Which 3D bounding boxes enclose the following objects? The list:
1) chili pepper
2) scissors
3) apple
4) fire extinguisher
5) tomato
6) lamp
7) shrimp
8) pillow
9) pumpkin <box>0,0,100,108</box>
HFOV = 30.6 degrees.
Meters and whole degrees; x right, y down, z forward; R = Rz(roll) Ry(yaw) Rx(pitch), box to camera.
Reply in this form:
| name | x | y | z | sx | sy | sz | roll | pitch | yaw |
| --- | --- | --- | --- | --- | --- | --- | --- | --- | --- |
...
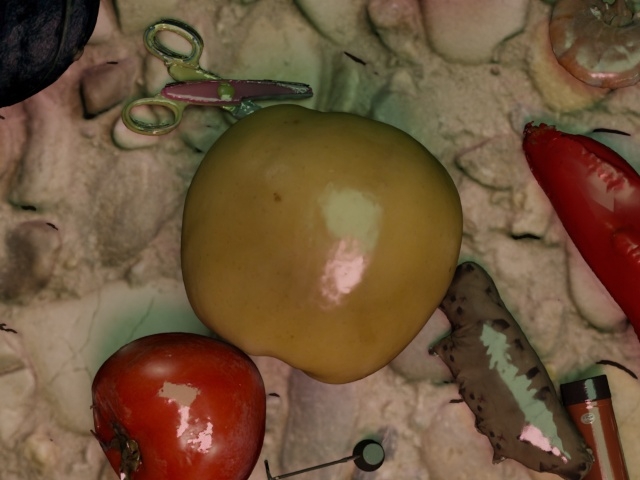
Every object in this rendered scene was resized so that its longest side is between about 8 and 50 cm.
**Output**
| name | x | y | z | sx | sy | sz | roll | pitch | yaw |
| --- | --- | --- | --- | --- | --- | --- | --- | --- | --- |
| chili pepper | 0.329 | 0.028 | 1.174 | 0.110 | 0.110 | 0.387 | -31 | 77 | -11 |
| scissors | -0.102 | -0.153 | 1.208 | 0.187 | 0.020 | 0.133 | 14 | 72 | -1 |
| apple | 0.000 | 0.000 | 1.076 | 0.263 | 0.262 | 0.262 | 1 | 78 | -6 |
| fire extinguisher | 0.280 | 0.222 | 1.148 | 0.062 | 0.050 | 0.177 | -19 | 77 | 36 |
| tomato | -0.121 | 0.166 | 1.064 | 0.151 | 0.187 | 0.187 | -15 | 79 | -30 |
| lamp | 0.007 | 0.216 | 1.121 | 0.121 | 0.054 | 0.041 | -13 | 79 | -9 |
| shrimp | 0.354 | -0.261 | 1.263 | 0.254 | 0.059 | 0.145 | -40 | 74 | -8 |
| pillow | 0.175 | 0.138 | 1.153 | 0.093 | 0.051 | 0.241 | -30 | 75 | 5 |
| pumpkin | -0.374 | -0.258 | 1.040 | 0.364 | 0.363 | 0.266 | 5 | 122 | -3 |
